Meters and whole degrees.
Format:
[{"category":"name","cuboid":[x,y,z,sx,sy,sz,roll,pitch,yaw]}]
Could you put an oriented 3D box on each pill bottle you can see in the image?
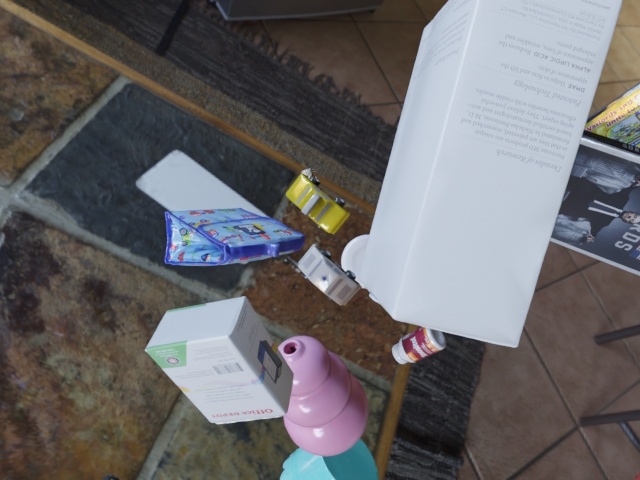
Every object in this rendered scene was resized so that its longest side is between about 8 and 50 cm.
[{"category":"pill bottle","cuboid":[0.298,0.321,1.368,0.086,0.152,0.086,33,36,-28]},{"category":"pill bottle","cuboid":[0.191,0.079,1.662,0.188,0.334,0.187,-1,87,11]}]

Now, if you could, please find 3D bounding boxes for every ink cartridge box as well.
[{"category":"ink cartridge box","cuboid":[-0.157,0.207,0.747,0.093,0.155,0.212,-78,149,-53]}]

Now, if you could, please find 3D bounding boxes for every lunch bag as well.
[{"category":"lunch bag","cuboid":[-0.198,0.007,1.057,0.221,0.294,0.137,-7,104,-45]}]

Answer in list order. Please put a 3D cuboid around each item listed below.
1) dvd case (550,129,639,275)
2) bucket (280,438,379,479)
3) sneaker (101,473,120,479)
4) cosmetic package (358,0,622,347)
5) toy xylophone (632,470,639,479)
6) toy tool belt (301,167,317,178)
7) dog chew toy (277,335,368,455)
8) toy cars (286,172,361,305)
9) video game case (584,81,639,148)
[{"category":"dvd case","cuboid":[0.411,-0.047,0.625,0.239,0.179,0.029,24,49,12]},{"category":"bucket","cuboid":[0.036,0.733,1.391,0.281,0.183,0.281,35,20,-15]},{"category":"sneaker","cuboid":[-0.522,0.842,1.105,0.258,0.169,0.447,29,35,-22]},{"category":"cosmetic package","cuboid":[0.179,-0.091,0.554,0.157,0.217,0.384,12,97,-6]},{"category":"toy xylophone","cuboid":[0.593,0.326,0.703,0.081,0.236,0.322,36,79,31]},{"category":"toy tool belt","cuboid":[-0.039,-0.226,1.593,0.083,0.052,0.051,-21,93,-75]},{"category":"dog chew toy","cuboid":[-0.012,0.344,1.018,0.206,0.207,0.331,-52,137,-33]},{"category":"toy cars","cuboid":[0.000,0.000,1.247,0.087,0.177,0.392,-22,103,-71]},{"category":"video game case","cuboid":[0.612,-0.173,0.727,0.035,0.275,0.248,0,60,-46]}]
